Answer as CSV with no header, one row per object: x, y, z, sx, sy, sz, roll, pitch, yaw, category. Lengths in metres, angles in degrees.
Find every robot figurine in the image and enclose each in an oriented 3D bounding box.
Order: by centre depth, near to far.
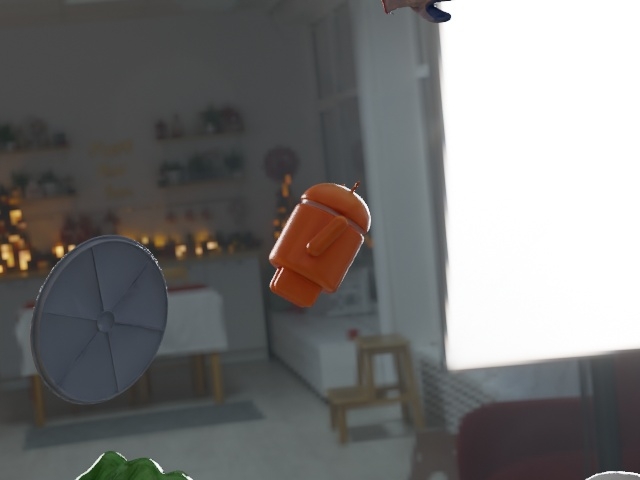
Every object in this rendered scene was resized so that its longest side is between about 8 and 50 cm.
0.001,0.000,2.117,0.128,0.219,0.158,22,-11,29,robot figurine

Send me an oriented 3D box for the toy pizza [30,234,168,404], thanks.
-0.259,0.091,1.510,0.032,0.201,0.201,13,15,40,toy pizza

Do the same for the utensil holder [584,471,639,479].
0.190,0.431,1.073,0.385,0.327,0.328,-30,15,-26,utensil holder

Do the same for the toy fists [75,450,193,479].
-0.116,0.308,1.186,0.142,0.279,0.096,-50,0,-3,toy fists

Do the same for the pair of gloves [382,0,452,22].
0.126,-0.388,1.767,0.159,0.198,0.023,-6,13,44,pair of gloves
